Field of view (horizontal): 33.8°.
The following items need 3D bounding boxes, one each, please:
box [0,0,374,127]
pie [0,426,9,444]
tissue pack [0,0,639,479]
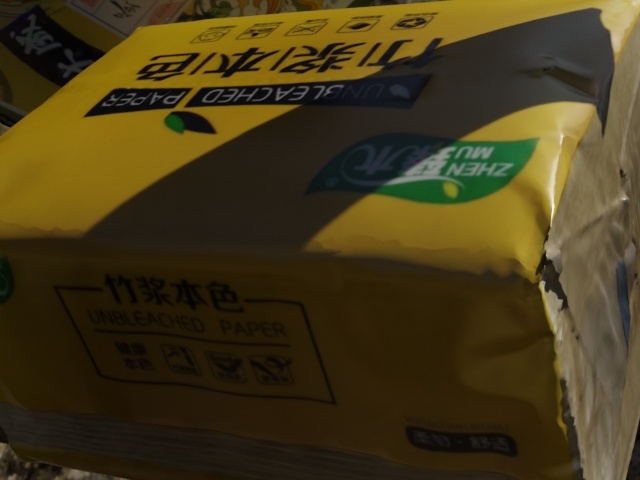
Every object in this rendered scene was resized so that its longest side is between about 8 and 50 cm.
[{"bbox_3d":[-0.151,-0.263,0.882,0.373,0.420,0.138,25,36,-41],"label":"box"},{"bbox_3d":[-0.292,0.146,0.996,0.034,0.170,0.092,-5,79,-68],"label":"pie"},{"bbox_3d":[0.000,0.000,0.639,0.382,0.228,0.293,3,36,27],"label":"tissue pack"}]
